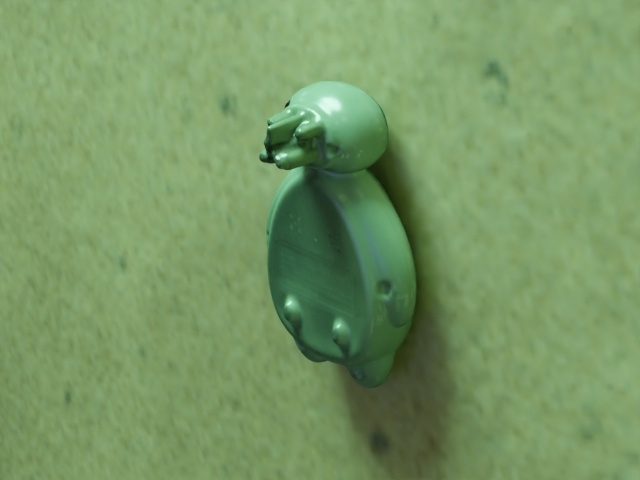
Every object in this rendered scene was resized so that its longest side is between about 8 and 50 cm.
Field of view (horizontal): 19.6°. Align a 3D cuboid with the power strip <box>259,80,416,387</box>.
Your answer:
[{"bbox_3d":[0.000,0.000,0.485,0.055,0.035,0.083,23,124,44],"label":"power strip"}]
